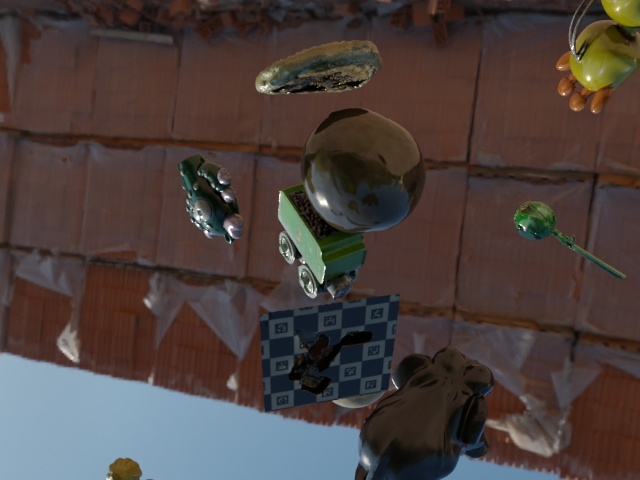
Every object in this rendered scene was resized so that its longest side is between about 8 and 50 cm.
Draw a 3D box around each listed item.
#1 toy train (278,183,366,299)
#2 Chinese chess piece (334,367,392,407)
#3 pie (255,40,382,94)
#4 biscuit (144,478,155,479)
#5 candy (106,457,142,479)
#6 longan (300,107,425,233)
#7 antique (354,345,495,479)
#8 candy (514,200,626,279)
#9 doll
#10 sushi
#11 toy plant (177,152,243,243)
[{"bbox_3d":[0.000,0.000,1.756,0.173,0.249,0.307,-18,-125,-23],"label":"toy train"},{"bbox_3d":[0.108,0.420,2.079,0.250,0.251,0.097,9,144,13],"label":"Chinese chess piece"},{"bbox_3d":[-0.003,-0.425,1.632,0.338,0.077,0.339,-9,-178,0],"label":"pie"},{"bbox_3d":[-0.522,0.786,1.909,0.133,0.027,0.184,46,-160,-19],"label":"biscuit"},{"bbox_3d":[-0.590,0.699,1.899,0.106,0.094,0.199,32,160,1],"label":"candy"},{"bbox_3d":[0.101,-0.165,1.553,0.318,0.319,0.319,8,-175,-1],"label":"longan"},{"bbox_3d":[0.191,0.343,1.139,0.322,0.255,0.185,-38,-129,-25],"label":"antique"},{"bbox_3d":[0.635,0.008,1.614,0.323,0.097,0.097,33,-175,-2],"label":"candy"},{"bbox_3d":[0.452,-0.306,1.003,0.135,0.221,0.143,4,-133,-24],"label":"doll"},{"bbox_3d":[0.017,0.281,1.675,0.358,0.343,0.064,-7,-146,-12],"label":"sushi"},{"bbox_3d":[-0.276,-0.101,1.623,0.112,0.243,0.232,-29,-150,-31],"label":"toy plant"}]
